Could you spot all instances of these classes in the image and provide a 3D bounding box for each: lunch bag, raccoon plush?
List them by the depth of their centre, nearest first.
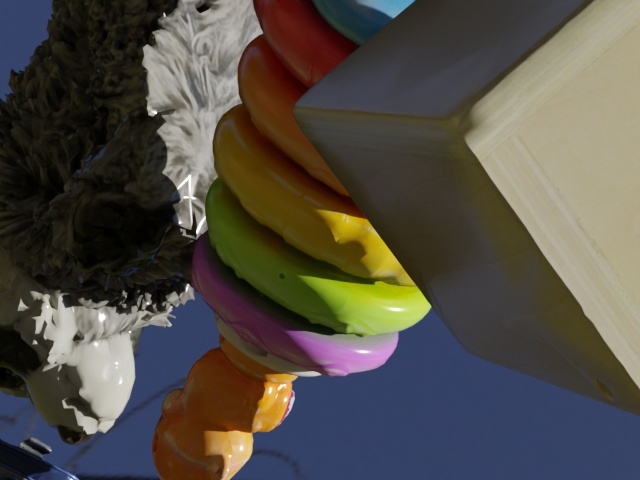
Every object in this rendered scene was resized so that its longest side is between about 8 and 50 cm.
[{"bbox_3d":[-0.161,0.131,0.985,0.067,0.098,0.065,28,-109,-7],"label":"lunch bag"},{"bbox_3d":[-0.109,-0.109,1.130,0.299,0.216,0.446,-6,-112,44],"label":"raccoon plush"}]

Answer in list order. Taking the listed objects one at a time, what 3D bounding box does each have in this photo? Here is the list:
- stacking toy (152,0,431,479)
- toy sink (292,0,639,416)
[{"bbox_3d":[0.000,0.000,0.894,0.302,0.165,0.175,-62,-152,21],"label":"stacking toy"},{"bbox_3d":[0.135,-0.065,0.672,0.234,0.153,0.131,-41,-73,-12],"label":"toy sink"}]
